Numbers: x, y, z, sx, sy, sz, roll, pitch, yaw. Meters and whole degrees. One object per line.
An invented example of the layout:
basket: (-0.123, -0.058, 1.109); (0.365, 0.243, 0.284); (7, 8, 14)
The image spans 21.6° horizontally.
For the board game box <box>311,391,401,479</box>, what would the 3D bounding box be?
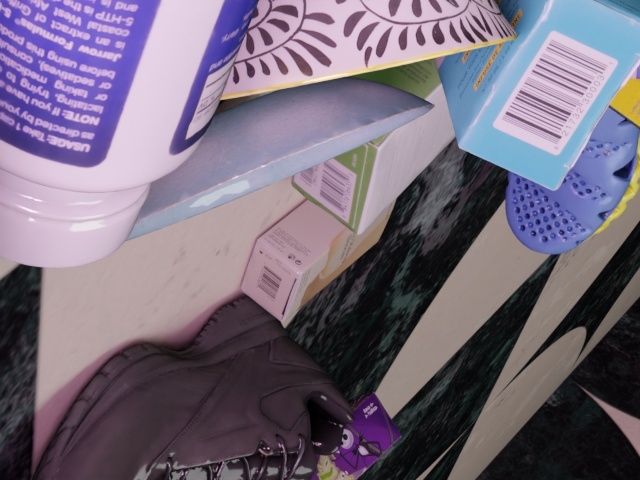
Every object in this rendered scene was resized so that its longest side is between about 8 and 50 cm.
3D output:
board game box: (-0.113, 0.233, 1.199); (0.208, 0.056, 0.347); (-30, -175, 46)

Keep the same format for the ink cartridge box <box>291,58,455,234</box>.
ink cartridge box: (0.072, -0.111, 1.090); (0.209, 0.062, 0.109); (-45, 163, -25)

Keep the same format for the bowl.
bowl: (0.002, -0.117, 0.788); (0.170, 0.170, 0.080); (-23, 103, -61)

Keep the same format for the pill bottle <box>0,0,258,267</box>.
pill bottle: (-0.083, -0.083, 0.609); (0.112, 0.112, 0.187); (-35, 157, -47)

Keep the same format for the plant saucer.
plant saucer: (-0.037, -0.047, 0.864); (0.195, 0.037, 0.195); (-22, -179, 0)

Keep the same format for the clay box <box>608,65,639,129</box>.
clay box: (0.243, -0.147, 1.199); (0.127, 0.222, 0.053); (-54, 165, 7)

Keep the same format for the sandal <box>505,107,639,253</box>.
sandal: (0.237, -0.125, 1.459); (0.138, 0.126, 0.317); (-22, 139, -55)

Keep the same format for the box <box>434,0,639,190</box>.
box: (0.109, -0.133, 0.914); (0.100, 0.060, 0.244); (-60, -163, 25)

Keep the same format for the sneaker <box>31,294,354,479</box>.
sneaker: (-0.074, 0.128, 1.088); (0.286, 0.130, 0.109); (-30, 154, -51)

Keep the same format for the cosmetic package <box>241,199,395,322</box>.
cosmetic package: (0.000, 0.000, 1.175); (0.115, 0.041, 0.060); (-40, 160, -37)
